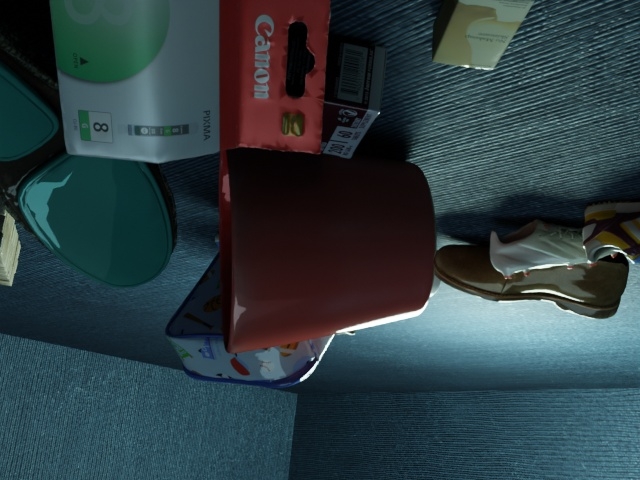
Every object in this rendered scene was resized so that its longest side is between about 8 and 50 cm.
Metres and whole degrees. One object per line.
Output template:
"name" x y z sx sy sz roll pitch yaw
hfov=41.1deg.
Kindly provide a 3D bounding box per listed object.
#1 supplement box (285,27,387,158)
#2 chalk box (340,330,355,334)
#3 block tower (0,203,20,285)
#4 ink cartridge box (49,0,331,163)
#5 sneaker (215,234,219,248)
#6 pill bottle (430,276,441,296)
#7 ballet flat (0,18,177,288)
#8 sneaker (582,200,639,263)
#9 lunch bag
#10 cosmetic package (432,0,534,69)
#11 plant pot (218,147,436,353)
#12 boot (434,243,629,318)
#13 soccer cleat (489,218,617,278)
"supplement box" -0.068 -0.153 0.839 0.239 0.073 0.130 10 163 -8
"chalk box" -0.049 0.105 1.607 0.213 0.132 0.132 -6 161 39
"block tower" -0.600 0.004 1.534 0.097 0.091 0.335 9 164 -12
"ink cartridge box" -0.108 -0.151 0.720 0.224 0.056 0.181 7 122 4
"sneaker" -0.136 0.044 1.509 0.058 0.085 0.152 -3 161 27
"pill bottle" 0.127 0.049 1.429 0.152 0.086 0.086 18 160 -34
"ballet flat" -0.289 -0.123 0.854 0.164 0.182 0.483 -30 149 3
"sneaker" 0.436 -0.011 1.117 0.185 0.084 0.069 -9 158 42
"lunch bag" -0.079 0.079 1.270 0.243 0.303 0.115 -3 126 31
"cosmetic package" 0.132 -0.188 0.705 0.060 0.041 0.115 6 163 -2
"plant pot" 0.000 0.000 1.057 0.243 0.275 0.275 -2 165 -10
"boot" 0.328 0.033 1.343 0.305 0.112 0.115 9 134 5
"soccer cleat" 0.344 0.002 1.241 0.196 0.076 0.068 -11 -165 9
